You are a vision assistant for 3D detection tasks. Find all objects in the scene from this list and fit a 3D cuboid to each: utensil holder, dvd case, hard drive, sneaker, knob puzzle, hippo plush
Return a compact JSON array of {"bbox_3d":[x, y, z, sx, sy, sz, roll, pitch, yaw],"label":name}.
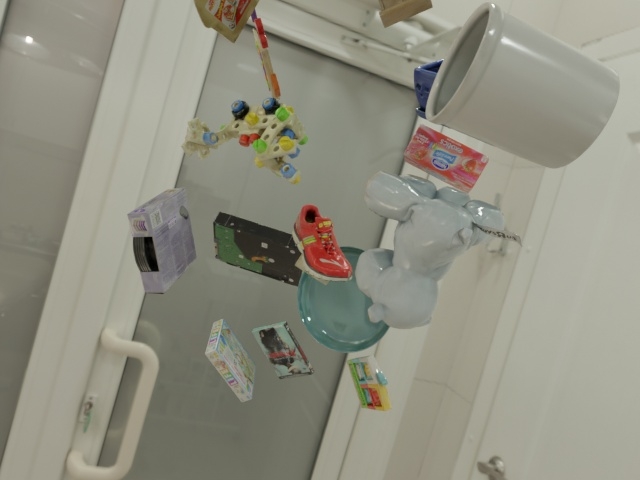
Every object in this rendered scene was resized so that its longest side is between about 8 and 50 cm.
[{"bbox_3d":[0.536,-0.404,1.343,0.386,0.327,0.327,22,1,-7],"label":"utensil holder"},{"bbox_3d":[-0.074,0.217,0.966,0.087,0.119,0.013,-18,17,34],"label":"dvd case"},{"bbox_3d":[-0.216,0.034,1.779,0.339,0.064,0.236,17,-38,4],"label":"hard drive"},{"bbox_3d":[0.000,0.000,1.268,0.108,0.118,0.279,-3,36,-29],"label":"sneaker"},{"bbox_3d":[-0.261,-0.652,1.305,0.213,0.213,0.030,14,17,-48],"label":"knob puzzle"},{"bbox_3d":[0.188,0.036,0.854,0.235,0.236,0.294,5,23,-33],"label":"hippo plush"}]

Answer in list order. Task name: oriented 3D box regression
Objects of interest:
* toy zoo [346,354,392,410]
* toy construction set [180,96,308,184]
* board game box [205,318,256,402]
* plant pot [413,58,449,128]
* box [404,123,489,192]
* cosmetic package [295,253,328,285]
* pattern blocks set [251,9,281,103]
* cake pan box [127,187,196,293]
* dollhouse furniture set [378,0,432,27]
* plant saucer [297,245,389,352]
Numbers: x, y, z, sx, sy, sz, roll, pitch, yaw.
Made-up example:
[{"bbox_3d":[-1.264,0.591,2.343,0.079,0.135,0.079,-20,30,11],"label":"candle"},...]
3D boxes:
[{"bbox_3d":[0.178,0.518,1.795,0.030,0.192,0.293,-15,-11,-18],"label":"toy zoo"},{"bbox_3d":[-0.176,-0.258,1.248,0.328,0.214,0.151,11,-20,18],"label":"toy construction set"},{"bbox_3d":[-0.192,0.261,1.074,0.026,0.154,0.103,-22,26,10],"label":"board game box"},{"bbox_3d":[0.526,-0.589,1.988,0.236,0.212,0.236,-28,44,-32],"label":"plant pot"},{"bbox_3d":[0.496,-0.322,1.968,0.300,0.142,0.154,30,4,10],"label":"box"},{"bbox_3d":[-0.015,0.077,1.425,0.115,0.060,0.041,27,-6,44],"label":"cosmetic package"},{"bbox_3d":[-0.167,-0.538,1.510,0.026,0.324,0.285,-17,39,-3],"label":"pattern blocks set"},{"bbox_3d":[-0.459,-0.003,1.461,0.070,0.245,0.266,-2,22,10],"label":"cake pan box"},{"bbox_3d":[0.134,-0.634,0.989,0.304,0.173,0.355,-17,-23,17],"label":"dollhouse furniture set"},{"bbox_3d":[0.079,0.176,1.488,0.318,0.317,0.044,17,4,24],"label":"plant saucer"}]
